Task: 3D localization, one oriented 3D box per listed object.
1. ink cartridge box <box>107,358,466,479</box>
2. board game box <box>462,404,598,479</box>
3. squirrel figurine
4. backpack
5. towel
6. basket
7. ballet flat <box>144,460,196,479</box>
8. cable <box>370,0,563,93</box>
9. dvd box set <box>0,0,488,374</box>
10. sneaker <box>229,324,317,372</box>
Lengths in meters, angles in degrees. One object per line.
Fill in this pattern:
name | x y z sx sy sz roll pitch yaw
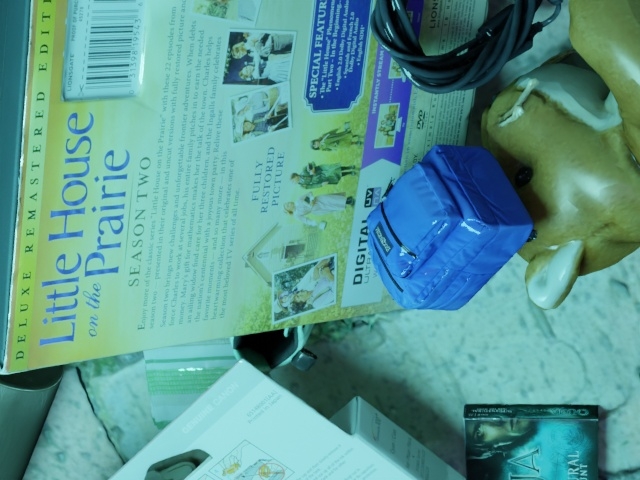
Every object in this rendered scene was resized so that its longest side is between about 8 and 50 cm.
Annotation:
ink cartridge box | -0.061 0.244 1.574 0.261 0.066 0.296 38 118 -18
board game box | 0.200 0.239 1.646 0.126 0.026 0.186 -1 118 9
squirrel figurine | 0.325 -0.056 1.336 0.397 0.281 0.370 45 122 -12
backpack | 0.086 -0.006 1.348 0.101 0.098 0.120 3 139 -34
towel | -0.111 0.110 1.632 0.113 0.023 0.152 -2 115 8
basket | -0.350 0.178 1.633 0.204 0.154 0.227 23 116 -23
ballet flat | -0.109 0.255 1.685 0.241 0.091 0.077 12 89 -2
cable | 0.114 -0.196 1.334 0.047 0.184 0.150 25 135 47
dvd box set | -0.058 -0.076 1.312 0.062 0.420 0.307 26 116 47
sneaker | 0.000 0.001 1.479 0.094 0.151 0.256 24 118 -2
